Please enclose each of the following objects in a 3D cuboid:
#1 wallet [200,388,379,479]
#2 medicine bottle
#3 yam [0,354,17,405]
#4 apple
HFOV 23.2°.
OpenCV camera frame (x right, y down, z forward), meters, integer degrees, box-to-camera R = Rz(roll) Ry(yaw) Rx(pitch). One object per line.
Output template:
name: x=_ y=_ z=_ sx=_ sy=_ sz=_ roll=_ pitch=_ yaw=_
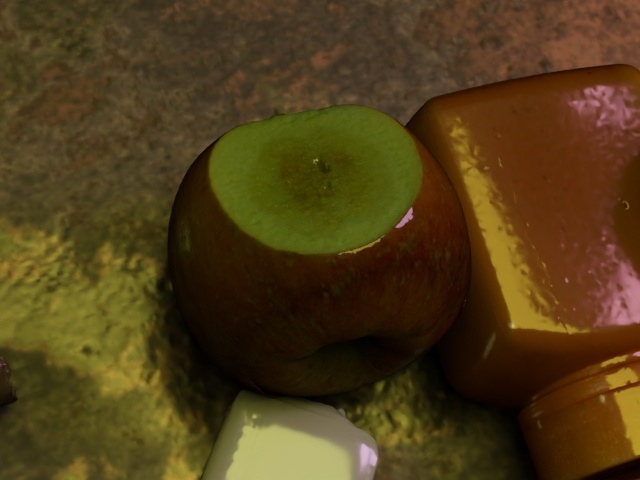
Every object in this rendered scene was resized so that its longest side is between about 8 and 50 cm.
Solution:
wallet: x=-0.029 y=0.171 z=0.823 sx=0.095 sy=0.033 sz=0.190 roll=22 pitch=66 yaw=-5
medicine bottle: x=0.138 y=0.025 z=0.876 sx=0.149 sy=0.112 sz=0.222 roll=-11 pitch=72 yaw=-17
yam: x=-0.279 y=0.079 z=0.795 sx=0.241 sy=0.057 sz=0.057 roll=-6 pitch=70 yaw=-17
apple: x=-0.006 y=0.001 z=0.825 sx=0.146 sy=0.163 sz=0.147 roll=-7 pitch=66 yaw=-16
